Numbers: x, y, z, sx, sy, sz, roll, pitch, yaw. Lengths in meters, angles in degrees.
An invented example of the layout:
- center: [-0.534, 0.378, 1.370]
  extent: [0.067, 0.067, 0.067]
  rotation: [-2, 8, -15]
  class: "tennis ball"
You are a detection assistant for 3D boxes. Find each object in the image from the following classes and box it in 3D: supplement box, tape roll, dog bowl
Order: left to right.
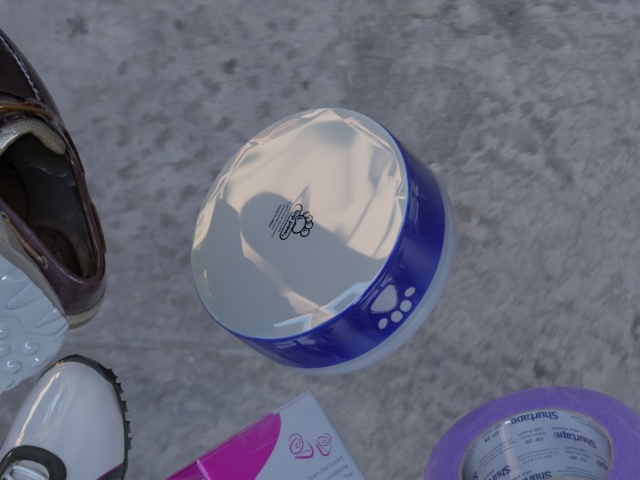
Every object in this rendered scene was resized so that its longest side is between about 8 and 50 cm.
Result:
- center: [-0.011, 0.243, 1.025]
  extent: [0.220, 0.111, 0.114]
  rotation: [59, 153, 4]
  class: "supplement box"
- center: [0.000, 0.000, 1.367]
  extent: [0.265, 0.104, 0.265]
  rotation: [-16, 58, 27]
  class: "dog bowl"
- center: [0.185, 0.210, 1.095]
  extent: [0.189, 0.189, 0.080]
  rotation: [-8, 120, 19]
  class: "tape roll"

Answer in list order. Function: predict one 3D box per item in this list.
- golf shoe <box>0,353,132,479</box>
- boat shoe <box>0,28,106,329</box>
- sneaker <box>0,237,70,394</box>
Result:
- center: [-0.229, 0.217, 1.044]
  extent: [0.105, 0.120, 0.273]
  rotation: [16, 76, 9]
  class: "golf shoe"
- center: [-0.286, -0.086, 1.282]
  extent: [0.342, 0.123, 0.123]
  rotation: [68, 152, 17]
  class: "boat shoe"
- center: [-0.204, -0.010, 0.534]
  extent: [0.235, 0.095, 0.090]
  rotation: [30, 109, -36]
  class: "sneaker"
